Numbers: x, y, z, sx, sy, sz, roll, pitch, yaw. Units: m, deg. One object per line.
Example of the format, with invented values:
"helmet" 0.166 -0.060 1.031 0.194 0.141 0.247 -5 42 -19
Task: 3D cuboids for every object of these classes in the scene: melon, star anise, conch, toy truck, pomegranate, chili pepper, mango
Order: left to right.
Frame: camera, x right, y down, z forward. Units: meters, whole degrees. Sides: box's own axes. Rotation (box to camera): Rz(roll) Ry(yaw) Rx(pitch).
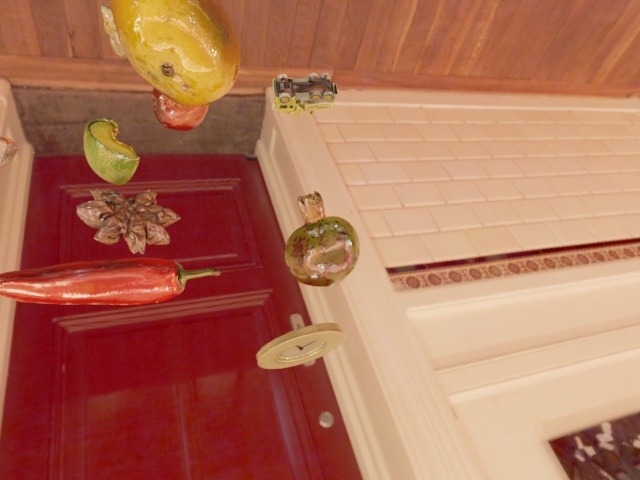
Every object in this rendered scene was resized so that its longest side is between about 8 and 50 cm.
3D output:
"melon" -0.739 -0.290 1.568 0.129 0.265 0.169 -3 132 -48
"chili pepper" -0.378 0.081 0.834 0.368 0.092 0.137 -5 -175 -33
"conch" -0.531 -0.562 1.283 0.106 0.173 0.116 32 110 0
"star anise" -0.606 -0.079 1.475 0.315 0.315 0.108 4 139 -31
"mango" -0.282 -0.444 0.900 0.182 0.365 0.253 -16 176 25
"toy truck" -0.048 -0.430 1.385 0.191 0.085 0.116 -6 156 -9
"pomegranate" 0.000 0.000 1.170 0.202 0.248 0.202 -20 -174 2

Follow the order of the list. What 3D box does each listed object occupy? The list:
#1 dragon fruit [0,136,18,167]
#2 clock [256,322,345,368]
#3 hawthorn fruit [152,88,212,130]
"dragon fruit" -0.813 -0.231 1.173 0.056 0.060 0.083 26 108 -8
"clock" -0.050 0.273 1.191 0.234 0.029 0.235 -16 151 -9
"hawthorn fruit" -0.439 -0.437 1.480 0.188 0.169 0.169 -14 143 -16
